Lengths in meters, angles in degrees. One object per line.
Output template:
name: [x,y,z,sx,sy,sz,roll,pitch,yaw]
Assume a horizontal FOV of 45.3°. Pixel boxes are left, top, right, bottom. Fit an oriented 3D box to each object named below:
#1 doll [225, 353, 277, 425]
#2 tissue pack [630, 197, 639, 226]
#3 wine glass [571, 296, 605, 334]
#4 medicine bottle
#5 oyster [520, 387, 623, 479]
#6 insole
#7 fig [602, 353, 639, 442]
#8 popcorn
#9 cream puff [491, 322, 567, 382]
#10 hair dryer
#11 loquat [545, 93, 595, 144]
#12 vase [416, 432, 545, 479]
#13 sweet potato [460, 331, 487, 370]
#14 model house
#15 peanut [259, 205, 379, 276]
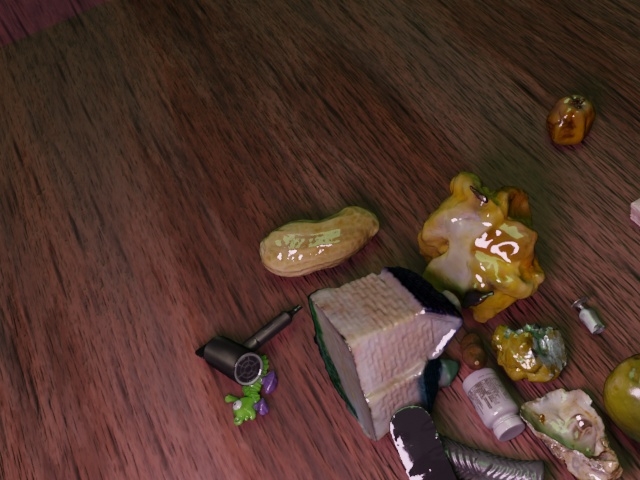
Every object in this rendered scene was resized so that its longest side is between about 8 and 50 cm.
doll: [-0.156,0.331,1.718,0.115,0.050,0.190,-4,43,21]
tissue pack: [0.881,-0.006,1.739,0.170,0.071,0.325,-29,50,-9]
wine glass: [0.592,0.167,1.686,0.042,0.039,0.083,-17,52,-13]
medicine bottle: [0.357,0.337,1.575,0.079,0.079,0.140,-24,51,-7]
oyster: [0.494,0.389,1.497,0.162,0.107,0.232,-20,35,-15]
insole: [0.217,0.482,1.444,0.119,0.009,0.348,-20,74,2]
fig: [0.640,0.309,1.473,0.181,0.181,0.191,-28,76,-10]
popcorn: [0.373,0.019,1.732,0.297,0.281,0.315,34,105,27]
cream puff: [0.436,0.236,1.624,0.156,0.156,0.121,-3,93,10]
hair dryer: [-0.149,0.219,1.779,0.248,0.077,0.196,-35,29,-25]
loquat: [0.653,-0.316,2.002,0.137,0.137,0.113,-26,50,-9]
vase: [0.310,0.440,1.493,0.238,0.115,0.115,9,54,16]
sweet potato: [0.323,0.241,1.615,0.051,0.065,0.218,-4,7,8]
model house: [0.157,0.215,1.584,0.284,0.298,0.243,-22,37,-11]
peanut: [0.000,0.000,1.895,0.306,0.147,0.147,-15,50,-1]
